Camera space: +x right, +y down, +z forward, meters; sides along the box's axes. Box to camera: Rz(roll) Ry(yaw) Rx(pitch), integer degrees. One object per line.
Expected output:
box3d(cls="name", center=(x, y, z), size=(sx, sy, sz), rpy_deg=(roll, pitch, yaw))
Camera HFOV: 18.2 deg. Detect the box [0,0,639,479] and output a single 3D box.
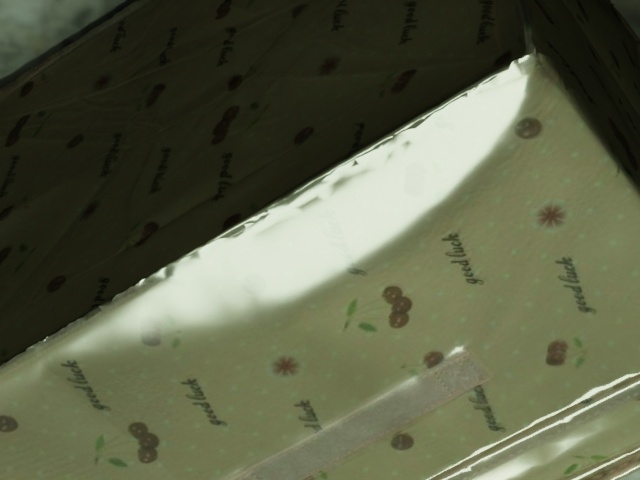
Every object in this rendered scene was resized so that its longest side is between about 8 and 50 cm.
box3d(cls="box", center=(0.000, 0.000, 0.819), size=(0.297, 0.225, 0.190), rpy_deg=(-29, 123, 17))
